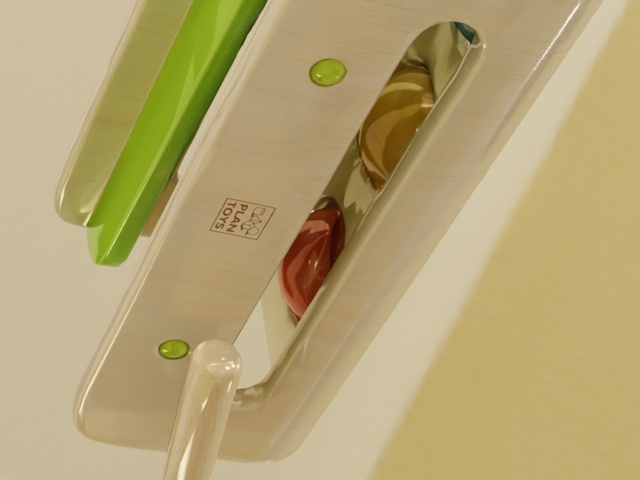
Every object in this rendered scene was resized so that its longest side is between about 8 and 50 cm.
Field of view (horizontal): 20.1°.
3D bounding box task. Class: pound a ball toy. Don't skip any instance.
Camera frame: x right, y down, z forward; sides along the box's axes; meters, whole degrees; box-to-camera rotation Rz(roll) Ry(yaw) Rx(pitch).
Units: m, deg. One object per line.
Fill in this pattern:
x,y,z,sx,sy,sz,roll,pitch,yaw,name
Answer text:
0.000,0.000,0.655,0.135,0.208,0.319,9,-44,-23,pound a ball toy
